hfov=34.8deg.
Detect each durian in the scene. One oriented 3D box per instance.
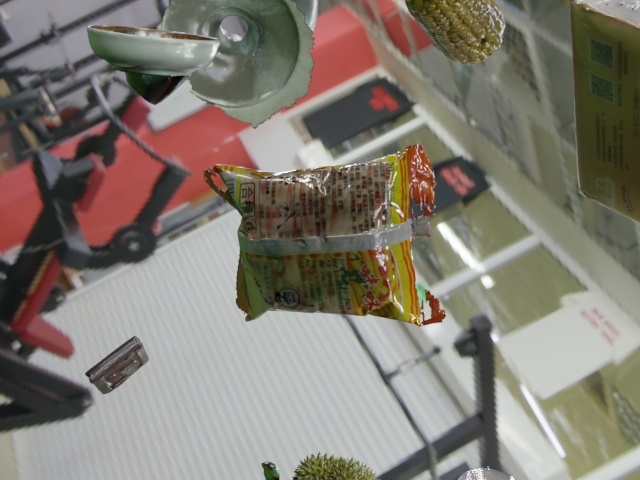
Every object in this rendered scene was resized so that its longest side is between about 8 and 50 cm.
[{"bbox_3d":[0.001,0.402,1.493,0.159,0.198,0.146,-86,156,-63],"label":"durian"}]

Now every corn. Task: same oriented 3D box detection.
[{"bbox_3d":[0.199,-0.350,1.527,0.119,0.119,0.322,60,13,22],"label":"corn"}]

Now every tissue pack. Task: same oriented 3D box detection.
[{"bbox_3d":[0.432,-0.180,1.169,0.238,0.238,0.305,58,-10,42],"label":"tissue pack"}]

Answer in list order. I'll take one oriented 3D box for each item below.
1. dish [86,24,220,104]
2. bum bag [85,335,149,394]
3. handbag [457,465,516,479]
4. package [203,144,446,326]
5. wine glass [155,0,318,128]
[{"bbox_3d":[-0.181,-0.184,1.091,0.141,0.141,0.078,-131,-133,-70],"label":"dish"},{"bbox_3d":[-0.349,0.218,1.768,0.026,0.109,0.159,49,-14,12],"label":"bum bag"},{"bbox_3d":[0.190,0.332,1.230,0.173,0.117,0.095,17,53,-77],"label":"handbag"},{"bbox_3d":[0.002,0.007,1.244,0.108,0.288,0.223,-45,129,-64],"label":"package"},{"bbox_3d":[-0.112,-0.332,1.495,0.323,0.238,0.238,-83,152,-60],"label":"wine glass"}]
